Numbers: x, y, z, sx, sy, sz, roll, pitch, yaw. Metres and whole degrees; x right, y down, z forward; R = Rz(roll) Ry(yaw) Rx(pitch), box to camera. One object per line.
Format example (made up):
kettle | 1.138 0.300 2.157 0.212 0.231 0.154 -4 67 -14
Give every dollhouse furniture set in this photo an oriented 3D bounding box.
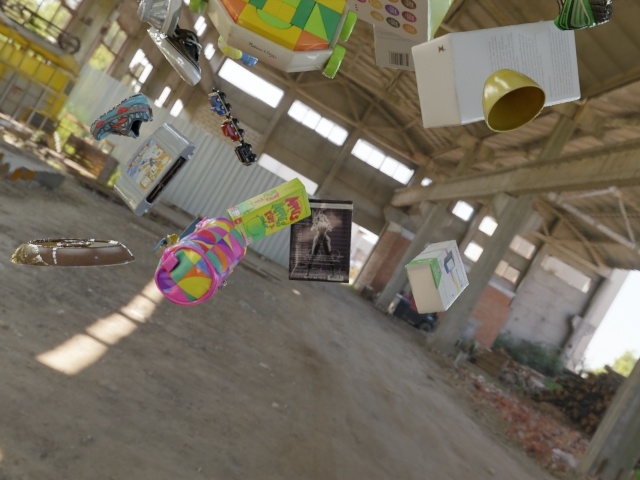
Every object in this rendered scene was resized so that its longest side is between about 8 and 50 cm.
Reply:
dollhouse furniture set | -0.420 0.050 2.168 0.286 0.198 0.303 42 -5 -9

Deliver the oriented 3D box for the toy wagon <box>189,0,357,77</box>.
toy wagon | -0.064 -0.431 1.073 0.267 0.344 0.068 24 -40 -9

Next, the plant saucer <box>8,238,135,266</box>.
plant saucer | -0.655 0.029 1.605 0.311 0.050 0.310 3 5 0

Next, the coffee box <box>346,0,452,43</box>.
coffee box | 0.261 -0.868 1.825 0.334 0.338 0.337 29 -7 15

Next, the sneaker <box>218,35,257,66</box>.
sneaker | -0.175 -0.536 1.532 0.091 0.240 0.126 -9 -37 43

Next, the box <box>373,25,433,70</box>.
box | 0.293 -0.705 2.107 0.181 0.119 0.182 15 -35 21

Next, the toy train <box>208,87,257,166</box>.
toy train | -0.168 -0.209 1.131 0.027 0.036 0.158 3 -53 48

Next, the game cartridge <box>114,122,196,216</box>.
game cartridge | -0.555 -0.242 1.997 0.198 0.297 0.062 39 1 33

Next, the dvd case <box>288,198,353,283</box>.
dvd case | 0.000 0.000 1.602 0.165 0.221 0.018 3 7 5

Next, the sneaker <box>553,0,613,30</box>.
sneaker | 0.578 -0.669 1.446 0.146 0.134 0.343 -12 -74 38

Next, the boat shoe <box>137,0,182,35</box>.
boat shoe | -0.430 -0.638 1.572 0.103 0.118 0.320 13 38 -29

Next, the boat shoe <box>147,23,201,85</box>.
boat shoe | -0.371 -0.519 1.623 0.301 0.102 0.108 51 -4 44

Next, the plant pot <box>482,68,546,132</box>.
plant pot | 0.410 -0.319 1.324 0.134 0.134 0.095 31 35 -48

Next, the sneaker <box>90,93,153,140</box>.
sneaker | -0.693 -0.400 2.105 0.125 0.262 0.104 60 27 -7

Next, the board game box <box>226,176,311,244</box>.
board game box | -0.116 -0.065 1.387 0.043 0.181 0.092 52 -18 41

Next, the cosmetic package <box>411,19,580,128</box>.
cosmetic package | 0.491 -0.461 1.663 0.453 0.230 0.161 -15 12 -26

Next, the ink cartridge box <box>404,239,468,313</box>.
ink cartridge box | 0.356 0.107 1.828 0.093 0.154 0.212 -12 11 34

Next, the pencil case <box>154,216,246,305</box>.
pencil case | -0.190 0.027 0.983 0.104 0.104 0.236 30 12 -5
